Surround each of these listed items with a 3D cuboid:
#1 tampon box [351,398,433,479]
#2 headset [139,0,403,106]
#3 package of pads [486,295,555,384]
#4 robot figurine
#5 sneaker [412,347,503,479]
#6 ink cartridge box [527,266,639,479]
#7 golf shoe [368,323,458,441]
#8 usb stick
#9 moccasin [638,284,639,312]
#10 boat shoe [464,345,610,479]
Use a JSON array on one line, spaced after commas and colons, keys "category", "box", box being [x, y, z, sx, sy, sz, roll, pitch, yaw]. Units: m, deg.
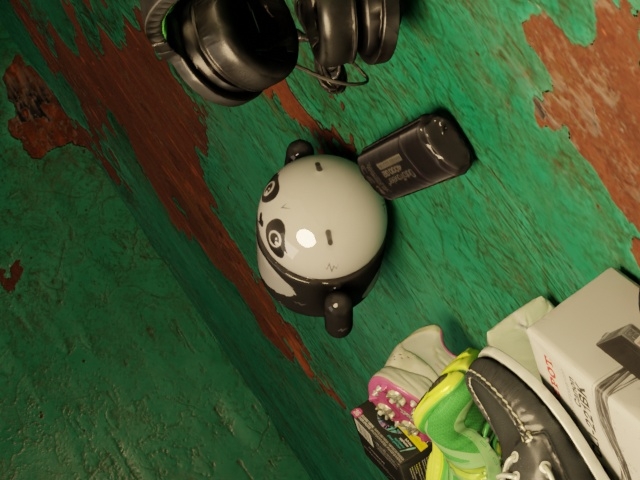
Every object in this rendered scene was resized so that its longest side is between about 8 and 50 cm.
[{"category": "tampon box", "box": [0.146, 0.253, 2.122, 0.120, 0.161, 0.101, 43, 161, 41]}, {"category": "headset", "box": [-0.036, -0.244, 1.562, 0.394, 0.243, 0.185, 44, -148, -69]}, {"category": "package of pads", "box": [0.295, 0.233, 1.687, 0.296, 0.101, 0.229, 51, 165, 27]}, {"category": "robot figurine", "box": [-0.003, -0.001, 2.036, 0.209, 0.173, 0.278, 36, 162, 11]}, {"category": "sneaker", "box": [0.178, 0.222, 1.696, 0.123, 0.109, 0.295, 29, 152, 29]}, {"category": "ink cartridge box", "box": [0.327, 0.180, 1.425, 0.273, 0.114, 0.197, 44, 162, 47]}, {"category": "golf shoe", "box": [0.212, 0.225, 1.976, 0.306, 0.140, 0.115, 37, 150, -8]}, {"category": "usb stick", "box": [0.102, -0.091, 1.748, 0.077, 0.045, 0.278, 51, 167, -5]}, {"category": "moccasin", "box": [0.342, 0.104, 1.162, 0.342, 0.138, 0.117, 42, 155, 45]}, {"category": "boat shoe", "box": [0.222, 0.236, 1.480, 0.302, 0.091, 0.114, 51, 167, 24]}]
